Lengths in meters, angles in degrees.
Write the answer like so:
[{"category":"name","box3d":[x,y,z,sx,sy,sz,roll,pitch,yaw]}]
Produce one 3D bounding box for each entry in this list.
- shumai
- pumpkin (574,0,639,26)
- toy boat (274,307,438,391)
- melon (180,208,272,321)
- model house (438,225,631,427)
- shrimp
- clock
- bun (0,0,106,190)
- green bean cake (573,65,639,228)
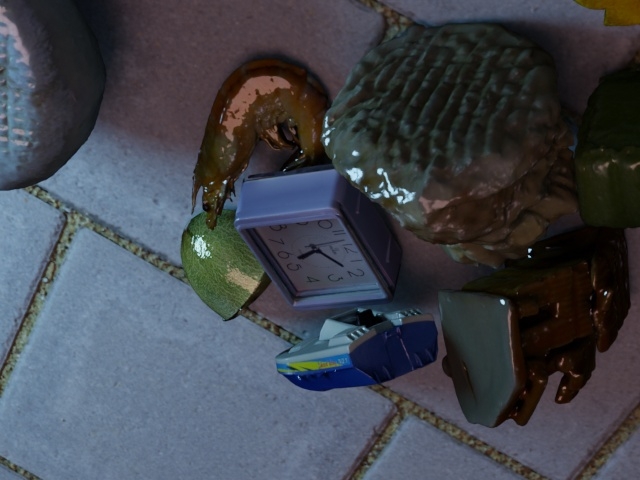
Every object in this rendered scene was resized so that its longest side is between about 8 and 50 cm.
[{"category":"shumai","box3d":[0.150,-0.053,1.811,0.267,0.314,0.262,-9,125,13]},{"category":"pumpkin","box3d":[0.374,-0.284,1.702,0.254,0.149,0.130,18,172,0]},{"category":"toy boat","box3d":[0.020,0.135,2.066,0.295,0.129,0.088,-15,94,62]},{"category":"melon","box3d":[-0.126,0.032,2.109,0.128,0.079,0.160,33,129,-5]},{"category":"model house","box3d":[0.268,0.096,1.937,0.229,0.219,0.199,-23,110,-16]},{"category":"shrimp","box3d":[-0.078,-0.110,2.004,0.150,0.068,0.249,31,124,-8]},{"category":"clock","box3d":[0.001,-0.001,2.003,0.144,0.073,0.193,-6,141,25]},{"category":"bun","box3d":[-0.401,-0.234,1.957,0.354,0.194,0.354,12,129,16]},{"category":"green bean cake","box3d":[0.375,-0.098,1.748,0.214,0.200,0.113,-2,123,21]}]
